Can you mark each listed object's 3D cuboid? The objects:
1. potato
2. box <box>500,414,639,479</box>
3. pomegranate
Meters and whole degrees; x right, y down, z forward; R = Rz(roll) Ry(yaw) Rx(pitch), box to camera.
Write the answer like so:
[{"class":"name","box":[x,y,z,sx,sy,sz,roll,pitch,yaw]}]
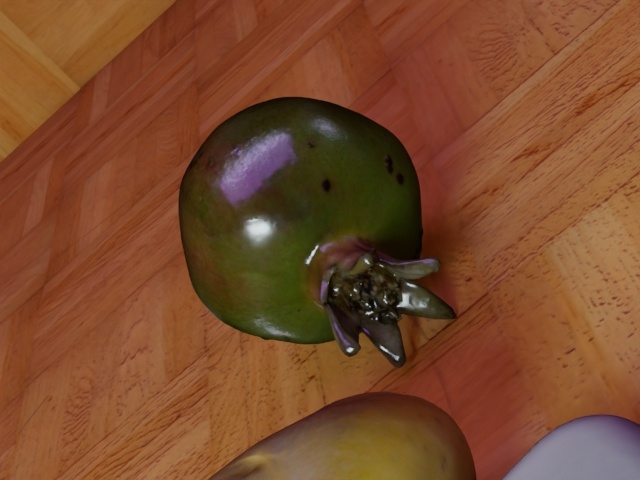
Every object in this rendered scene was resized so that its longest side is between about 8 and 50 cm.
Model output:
[{"class":"potato","box":[-0.011,0.170,0.772,0.234,0.146,0.150,-53,18,-25]},{"class":"box","box":[0.082,0.200,0.605,0.337,0.106,0.264,-46,21,-1]},{"class":"pomegranate","box":[0.000,0.000,1.062,0.181,0.181,0.224,-45,36,-1]}]
